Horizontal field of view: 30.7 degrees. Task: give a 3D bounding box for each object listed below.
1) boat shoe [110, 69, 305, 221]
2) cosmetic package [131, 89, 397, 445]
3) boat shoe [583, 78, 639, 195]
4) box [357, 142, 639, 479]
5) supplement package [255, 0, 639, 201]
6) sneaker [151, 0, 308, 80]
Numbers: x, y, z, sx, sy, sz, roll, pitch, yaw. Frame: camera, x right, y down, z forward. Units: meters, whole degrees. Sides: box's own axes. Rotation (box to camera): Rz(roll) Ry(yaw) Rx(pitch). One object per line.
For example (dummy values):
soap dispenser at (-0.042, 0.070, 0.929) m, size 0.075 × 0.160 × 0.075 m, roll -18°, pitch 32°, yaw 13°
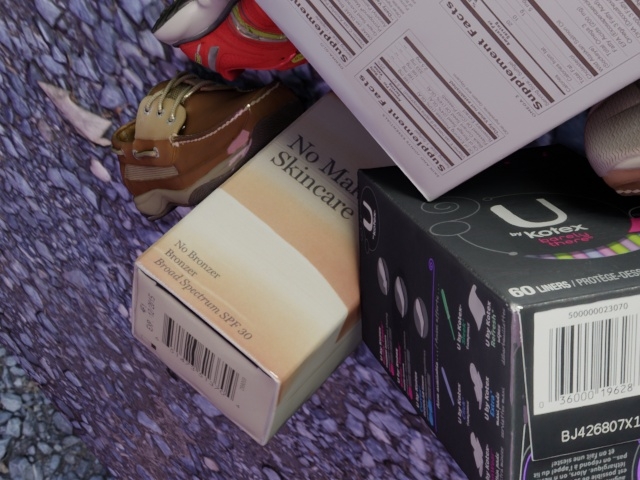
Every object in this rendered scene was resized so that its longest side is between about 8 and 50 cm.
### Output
boat shoe at (-0.136, -0.106, 1.180) m, size 0.120 × 0.122 × 0.324 m, roll 55°, pitch 149°, yaw -10°
cosmetic package at (0.000, 0.000, 0.954) m, size 0.153 × 0.296 × 0.129 m, roll 37°, pitch 149°, yaw 13°
boat shoe at (0.293, -0.078, 0.586) m, size 0.324 × 0.123 × 0.116 m, roll -18°, pitch 126°, yaw 34°
box at (0.140, 0.043, 0.749) m, size 0.270 × 0.165 × 0.143 m, roll -131°, pitch 36°, yaw -65°
supplement package at (0.120, -0.188, 0.664) m, size 0.198 × 0.199 × 0.263 m, roll 49°, pitch 151°, yaw -5°
sneaker at (-0.033, -0.202, 0.979) m, size 0.118 × 0.107 × 0.279 m, roll 37°, pitch 158°, yaw -23°
